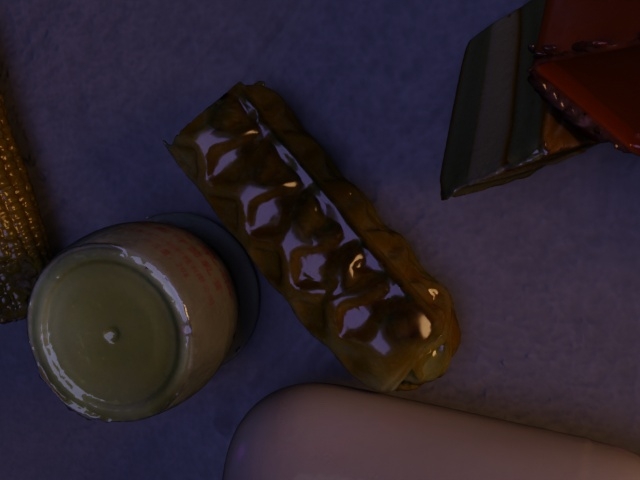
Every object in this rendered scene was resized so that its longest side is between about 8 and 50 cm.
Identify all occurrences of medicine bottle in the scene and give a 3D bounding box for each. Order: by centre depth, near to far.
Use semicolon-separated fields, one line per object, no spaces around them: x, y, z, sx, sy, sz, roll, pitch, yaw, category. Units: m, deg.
-0.134;0.055;0.706;0.147;0.143;0.147;3;101;17;medicine bottle

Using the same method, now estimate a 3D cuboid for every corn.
-0.310;-0.082;0.785;0.097;0.097;0.319;-19;90;21;corn

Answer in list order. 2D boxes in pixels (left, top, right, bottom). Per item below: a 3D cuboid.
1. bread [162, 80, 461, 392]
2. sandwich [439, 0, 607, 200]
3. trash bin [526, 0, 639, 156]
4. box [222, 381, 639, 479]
0.001;0.000;0.674;0.269;0.098;0.087;50;121;8;bread
0.117;-0.098;0.577;0.079;0.163;0.113;-25;86;34;sandwich
0.207;-0.179;0.478;0.161;0.184;0.238;1;65;54;trash bin
0.085;0.264;0.651;0.349;0.141;0.288;10;99;20;box
